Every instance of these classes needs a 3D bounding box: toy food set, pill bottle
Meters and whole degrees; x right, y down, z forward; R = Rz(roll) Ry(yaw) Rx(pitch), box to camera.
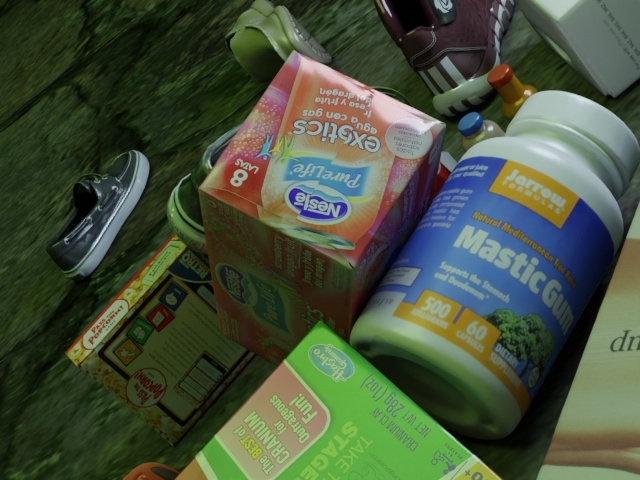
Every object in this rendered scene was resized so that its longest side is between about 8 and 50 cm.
[{"bbox_3d":[0.116,-0.064,1.280,0.232,0.104,0.111,-27,33,28],"label":"toy food set"},{"bbox_3d":[0.153,0.012,1.085,0.152,0.152,0.272,4,54,53],"label":"pill bottle"}]

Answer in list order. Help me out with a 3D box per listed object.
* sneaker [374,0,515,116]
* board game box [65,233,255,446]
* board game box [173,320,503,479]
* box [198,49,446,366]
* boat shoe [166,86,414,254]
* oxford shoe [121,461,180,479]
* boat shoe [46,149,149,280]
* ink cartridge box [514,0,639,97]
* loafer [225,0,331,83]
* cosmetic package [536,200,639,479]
[{"bbox_3d":[0.134,-0.278,1.476,0.106,0.162,0.281,-28,33,27],"label":"sneaker"},{"bbox_3d":[-0.140,0.091,1.356,0.193,0.147,0.045,-48,29,-8],"label":"board game box"},{"bbox_3d":[-0.018,0.252,0.965,0.242,0.064,0.316,39,84,29],"label":"board game box"},{"bbox_3d":[0.000,0.000,1.139,0.154,0.142,0.300,-58,-13,-22],"label":"box"},{"bbox_3d":[-0.003,-0.087,1.341,0.335,0.121,0.119,-33,-11,-39],"label":"boat shoe"},{"bbox_3d":[-0.190,0.341,1.125,0.133,0.130,0.363,-45,15,35],"label":"oxford shoe"},{"bbox_3d":[-0.311,-0.051,1.827,0.080,0.076,0.228,-12,42,43],"label":"boat shoe"},{"bbox_3d":[0.327,-0.295,1.305,0.273,0.115,0.198,-40,29,8],"label":"ink cartridge box"},{"bbox_3d":[-0.062,-0.254,1.766,0.092,0.102,0.268,-45,20,1],"label":"loafer"},{"bbox_3d":[0.251,0.081,0.792,0.153,0.129,0.296,-8,47,45],"label":"cosmetic package"}]
